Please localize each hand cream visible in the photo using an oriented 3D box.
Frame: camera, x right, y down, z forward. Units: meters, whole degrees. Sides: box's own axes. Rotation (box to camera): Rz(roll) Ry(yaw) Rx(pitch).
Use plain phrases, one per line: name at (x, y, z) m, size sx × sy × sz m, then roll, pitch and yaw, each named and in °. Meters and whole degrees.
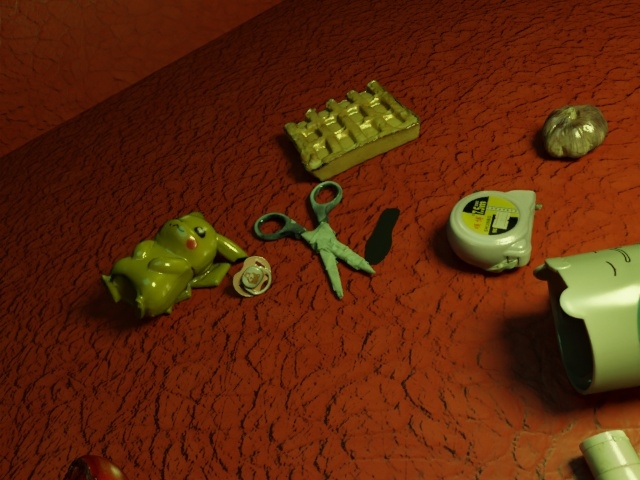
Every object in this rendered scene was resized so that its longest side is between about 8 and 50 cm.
hand cream at (0.447, 0.409, 0.707) m, size 0.111 × 0.070 × 0.312 m, roll -16°, pitch 50°, yaw 4°

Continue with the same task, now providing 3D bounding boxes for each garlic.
garlic at (0.600, -0.265, 1.295) m, size 0.159 × 0.102 × 0.147 m, roll -40°, pitch 46°, yaw -18°

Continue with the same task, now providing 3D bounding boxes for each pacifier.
pacifier at (-0.159, 0.086, 1.288) m, size 0.099 × 0.081 × 0.078 m, roll -54°, pitch 13°, yaw -4°

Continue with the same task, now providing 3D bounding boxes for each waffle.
waffle at (0.082, -0.321, 1.589) m, size 0.348 × 0.077 × 0.304 m, roll -25°, pitch 43°, yaw -4°

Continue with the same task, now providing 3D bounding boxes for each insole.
insole at (0.148, -0.014, 1.295) m, size 0.064 × 0.004 × 0.188 m, roll 4°, pitch 48°, yaw 26°

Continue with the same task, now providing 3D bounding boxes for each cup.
cup at (0.502, 0.107, 0.891) m, size 0.258 × 0.219 × 0.289 m, roll -12°, pitch 11°, yaw 10°

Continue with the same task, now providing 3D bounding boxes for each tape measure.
tape measure at (0.359, -0.023, 1.153) m, size 0.178 × 0.105 × 0.196 m, roll 12°, pitch 53°, yaw 23°

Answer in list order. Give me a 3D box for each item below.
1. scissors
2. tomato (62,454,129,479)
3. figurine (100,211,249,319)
scissors at (0.000, 0.000, 1.326) m, size 0.256 × 0.029 × 0.383 m, roll -29°, pitch 43°, yaw -7°
tomato at (-0.367, 0.484, 0.898) m, size 0.233 × 0.139 × 0.200 m, roll -59°, pitch 36°, yaw 10°
figurine at (-0.344, 0.054, 1.316) m, size 0.218 × 0.169 × 0.327 m, roll 30°, pitch 64°, yaw 24°
